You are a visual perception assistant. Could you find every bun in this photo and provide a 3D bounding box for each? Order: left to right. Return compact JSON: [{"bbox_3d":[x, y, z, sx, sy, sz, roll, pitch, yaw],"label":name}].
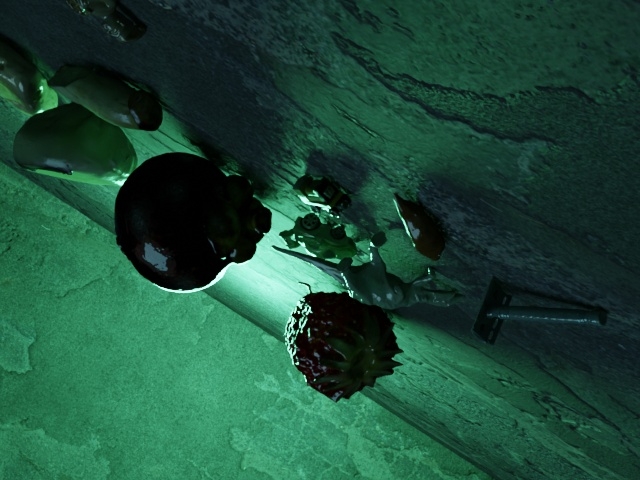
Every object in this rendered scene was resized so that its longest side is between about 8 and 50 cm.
[{"bbox_3d":[-0.561,-0.234,2.128,0.293,0.187,0.293,11,179,0],"label":"bun"}]

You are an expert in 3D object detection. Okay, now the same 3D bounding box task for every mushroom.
[{"bbox_3d":[-0.454,-0.300,1.860,0.333,0.087,0.107,27,166,31],"label":"mushroom"}]

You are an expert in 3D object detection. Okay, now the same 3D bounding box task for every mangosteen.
[{"bbox_3d":[-0.286,-0.043,1.968,0.330,0.330,0.330,31,166,9],"label":"mangosteen"}]

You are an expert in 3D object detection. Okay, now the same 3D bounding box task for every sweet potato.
[{"bbox_3d":[0.163,-0.024,1.507,0.056,0.056,0.195,20,156,42],"label":"sweet potato"}]

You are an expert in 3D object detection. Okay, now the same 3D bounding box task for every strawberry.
[{"bbox_3d":[0.024,0.229,2.299,0.343,0.292,0.292,39,175,48],"label":"strawberry"}]

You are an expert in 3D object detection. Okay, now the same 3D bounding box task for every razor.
[{"bbox_3d":[0.366,0.120,1.517,0.232,0.106,0.068,-3,144,48],"label":"razor"}]

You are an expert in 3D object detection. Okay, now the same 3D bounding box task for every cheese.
[{"bbox_3d":[-0.709,-0.374,2.152,0.159,0.093,0.263,35,168,5],"label":"cheese"}]

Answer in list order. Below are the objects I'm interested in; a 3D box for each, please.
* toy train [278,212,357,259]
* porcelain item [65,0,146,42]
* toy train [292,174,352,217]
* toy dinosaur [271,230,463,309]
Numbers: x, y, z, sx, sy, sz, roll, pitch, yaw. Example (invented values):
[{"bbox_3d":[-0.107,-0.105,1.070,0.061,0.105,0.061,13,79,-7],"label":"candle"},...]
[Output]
[{"bbox_3d":[0.000,0.000,1.878,0.149,0.081,0.099,27,164,24],"label":"toy train"},{"bbox_3d":[-0.371,-0.387,1.442,0.213,0.054,0.084,40,166,-31],"label":"porcelain item"},{"bbox_3d":[0.004,-0.082,1.667,0.081,0.050,0.122,48,162,-24],"label":"toy train"},{"bbox_3d":[0.077,0.064,1.792,0.393,0.092,0.205,3,152,18],"label":"toy dinosaur"}]
